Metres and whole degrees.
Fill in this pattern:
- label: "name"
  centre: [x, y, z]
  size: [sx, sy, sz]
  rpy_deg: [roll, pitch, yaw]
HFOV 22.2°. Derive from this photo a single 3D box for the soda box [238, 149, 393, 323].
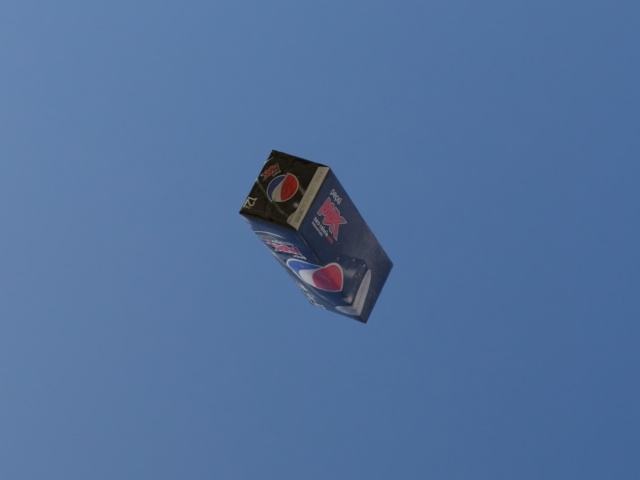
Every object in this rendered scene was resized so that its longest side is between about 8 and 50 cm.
- label: "soda box"
  centre: [0.000, 0.000, 1.244]
  size: [0.053, 0.169, 0.060]
  rpy_deg: [18, -109, 28]
